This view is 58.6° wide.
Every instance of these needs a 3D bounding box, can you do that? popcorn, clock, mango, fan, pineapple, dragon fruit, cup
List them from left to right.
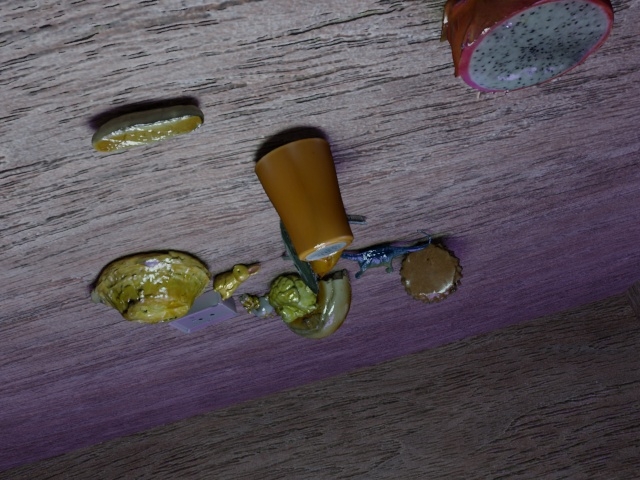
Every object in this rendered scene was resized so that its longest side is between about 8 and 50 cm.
[{"bbox_3d":[-0.397,0.239,1.918,0.197,0.063,0.150,-21,154,7],"label":"clock"},{"bbox_3d":[-0.082,0.028,1.618,0.012,0.294,0.223,-28,124,-14],"label":"fan"},{"bbox_3d":[-0.088,0.190,1.917,0.174,0.142,0.173,10,125,14],"label":"popcorn"},{"bbox_3d":[-0.038,-0.087,1.309,0.183,0.263,0.226,-14,166,-25],"label":"cup"},{"bbox_3d":[0.000,0.000,1.628,0.154,0.126,0.252,-11,146,-21],"label":"mango"},{"bbox_3d":[0.417,0.135,2.080,0.223,0.222,0.357,-24,161,13],"label":"pineapple"},{"bbox_3d":[0.347,-0.403,1.014,0.291,0.189,0.290,-8,158,-3],"label":"dragon fruit"}]

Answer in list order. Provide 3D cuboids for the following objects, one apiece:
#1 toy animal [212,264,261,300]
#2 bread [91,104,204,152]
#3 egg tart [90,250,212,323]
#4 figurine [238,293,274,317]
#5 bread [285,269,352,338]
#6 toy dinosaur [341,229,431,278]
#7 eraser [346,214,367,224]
[{"bbox_3d":[-0.258,0.110,1.766,0.160,0.083,0.070,-33,125,6],"label":"toy animal"},{"bbox_3d":[-0.329,-0.221,1.083,0.215,0.053,0.073,-16,158,-10],"label":"bread"},{"bbox_3d":[-0.474,0.154,1.641,0.342,0.128,0.341,-14,155,-6],"label":"egg tart"},{"bbox_3d":[-0.219,0.224,2.004,0.102,0.068,0.143,-25,137,-1],"label":"figurine"},{"bbox_3d":[0.006,0.251,2.042,0.171,0.191,0.314,13,140,-44],"label":"bread"},{"bbox_3d":[0.192,0.057,1.912,0.364,0.076,0.147,-9,146,-9],"label":"toy dinosaur"},{"bbox_3d":[0.098,-0.060,1.681,0.100,0.027,0.019,1,140,-35],"label":"eraser"}]
